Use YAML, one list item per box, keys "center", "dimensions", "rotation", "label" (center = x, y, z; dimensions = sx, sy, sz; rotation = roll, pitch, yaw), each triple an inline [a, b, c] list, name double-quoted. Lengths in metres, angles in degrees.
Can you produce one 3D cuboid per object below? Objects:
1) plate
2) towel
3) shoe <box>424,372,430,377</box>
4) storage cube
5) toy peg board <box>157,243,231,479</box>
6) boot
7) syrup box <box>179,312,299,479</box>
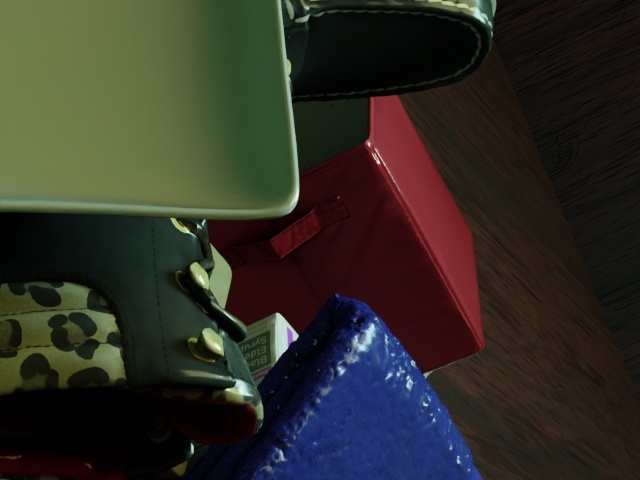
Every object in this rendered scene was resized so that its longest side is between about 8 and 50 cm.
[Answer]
- center: [-0.157, -0.119, 0.772]
  dimensions: [0.045, 0.278, 0.277]
  rotation: [104, -16, -59]
  label: "plate"
- center: [0.023, 0.212, 1.027]
  dimensions: [0.227, 0.076, 0.308]
  rotation: [-53, 129, -28]
  label: "towel"
- center: [0.041, 0.043, 1.549]
  dimensions: [0.219, 0.058, 0.076]
  rotation: [66, 15, 4]
  label: "shoe"
- center: [0.000, 0.000, 1.246]
  dimensions: [0.193, 0.184, 0.215]
  rotation: [59, 15, -25]
  label: "storage cube"
- center: [-0.139, 0.037, 0.961]
  dimensions: [0.161, 0.079, 0.160]
  rotation: [51, 36, -37]
  label: "toy peg board"
- center: [-0.069, -0.030, 0.835]
  dimensions: [0.138, 0.378, 0.284]
  rotation: [117, -33, -54]
  label: "boot"
- center: [-0.008, 0.167, 1.120]
  dimensions: [0.237, 0.093, 0.096]
  rotation: [54, 19, -35]
  label: "syrup box"
